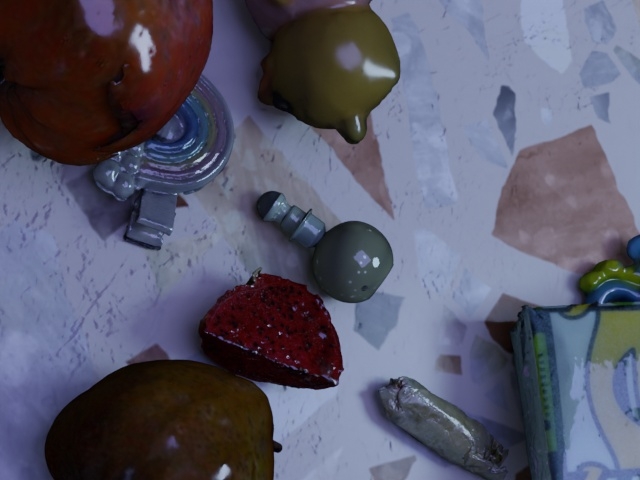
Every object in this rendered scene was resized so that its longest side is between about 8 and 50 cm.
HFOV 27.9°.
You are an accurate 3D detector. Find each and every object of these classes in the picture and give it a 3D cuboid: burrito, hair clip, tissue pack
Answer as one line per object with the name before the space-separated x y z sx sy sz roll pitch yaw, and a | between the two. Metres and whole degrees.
burrito | 0.140 0.212 1.459 0.188 0.045 0.058 34 60 -16
hair clip | -0.163 -0.102 1.363 0.140 0.054 0.220 17 69 -17
tissue pack | 0.388 0.183 1.483 0.311 0.128 0.228 -3 73 -5

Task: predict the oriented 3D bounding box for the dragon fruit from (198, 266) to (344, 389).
dragon fruit | -0.054 0.095 1.365 0.162 0.083 0.106 20 59 -14

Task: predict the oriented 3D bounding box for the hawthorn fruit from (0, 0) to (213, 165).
hawthorn fruit | -0.216 -0.231 1.244 0.276 0.276 0.307 53 48 -9

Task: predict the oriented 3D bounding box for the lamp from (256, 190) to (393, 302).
lamp | 0.000 0.000 1.412 0.163 0.091 0.091 34 66 0

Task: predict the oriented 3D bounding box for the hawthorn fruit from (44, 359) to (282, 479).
hawthorn fruit | -0.133 0.214 1.243 0.248 0.208 0.208 -14 87 -45

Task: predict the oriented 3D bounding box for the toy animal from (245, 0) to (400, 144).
toy animal | 0.000 -0.240 1.408 0.195 0.169 0.281 -1 82 -63

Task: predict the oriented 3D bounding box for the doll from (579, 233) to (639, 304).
doll | 0.472 0.148 1.620 0.346 0.099 0.341 -24 85 -13
